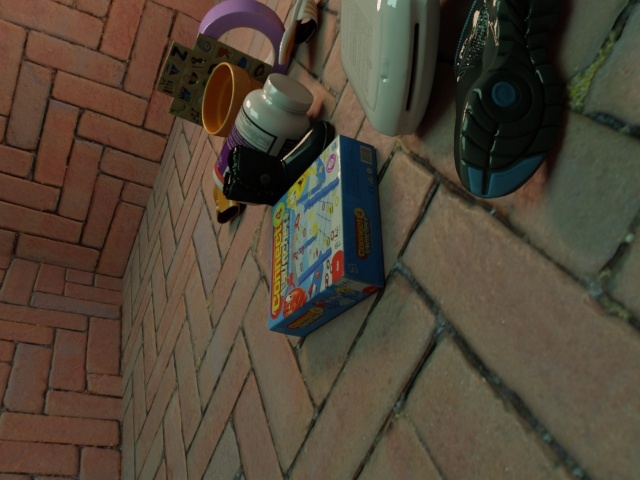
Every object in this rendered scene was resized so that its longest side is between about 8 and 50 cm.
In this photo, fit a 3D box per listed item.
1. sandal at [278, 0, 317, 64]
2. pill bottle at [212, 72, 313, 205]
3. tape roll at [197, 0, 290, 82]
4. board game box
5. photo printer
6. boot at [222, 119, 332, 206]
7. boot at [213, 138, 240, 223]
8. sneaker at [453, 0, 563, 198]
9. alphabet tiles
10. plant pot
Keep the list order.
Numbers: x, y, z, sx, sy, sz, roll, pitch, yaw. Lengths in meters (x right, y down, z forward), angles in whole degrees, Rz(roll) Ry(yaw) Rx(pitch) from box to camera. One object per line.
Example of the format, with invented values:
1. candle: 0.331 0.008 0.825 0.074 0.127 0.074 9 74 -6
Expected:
1. sandal: -0.050 -0.578 1.551 0.102 0.076 0.266 109 177 -64
2. pill bottle: -0.144 -0.258 1.450 0.323 0.181 0.182 -56 31 33
3. tape roll: -0.232 -0.574 1.686 0.275 0.274 0.090 -54 32 37
4. board game box: 0.000 0.000 1.132 0.302 0.086 0.309 -41 42 49
5. photo printer: 0.115 -0.350 0.976 0.308 0.107 0.256 -106 12 -47
6. boot: -0.102 -0.186 1.298 0.247 0.207 0.094 -68 27 14
7. boot: -0.269 -0.200 1.784 0.295 0.104 0.211 128 141 -48
8. sneaker: 0.242 -0.209 0.757 0.139 0.124 0.341 139 147 -74
9. alphabet tiles: -0.308 -0.457 1.702 0.285 0.342 0.011 -55 25 36
10. plant pot: -0.217 -0.392 1.636 0.205 0.187 0.205 -11 76 53
